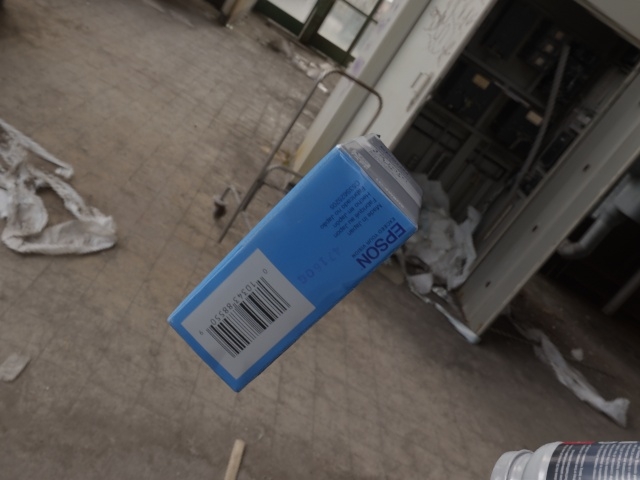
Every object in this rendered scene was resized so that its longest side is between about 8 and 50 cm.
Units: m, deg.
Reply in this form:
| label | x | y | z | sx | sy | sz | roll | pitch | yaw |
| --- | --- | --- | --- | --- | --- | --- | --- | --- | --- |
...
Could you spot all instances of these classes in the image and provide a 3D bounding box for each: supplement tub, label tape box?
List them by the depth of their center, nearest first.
| label | x | y | z | sx | sy | sz | roll | pitch | yaw |
| --- | --- | --- | --- | --- | --- | --- | --- | --- | --- |
| label tape box | 0.000 | 0.000 | 0.738 | 0.115 | 0.249 | 0.348 | 46 | 16 | 1 |
| supplement tub | 0.364 | 0.341 | 0.748 | 0.191 | 0.272 | 0.191 | 20 | 63 | -46 |
